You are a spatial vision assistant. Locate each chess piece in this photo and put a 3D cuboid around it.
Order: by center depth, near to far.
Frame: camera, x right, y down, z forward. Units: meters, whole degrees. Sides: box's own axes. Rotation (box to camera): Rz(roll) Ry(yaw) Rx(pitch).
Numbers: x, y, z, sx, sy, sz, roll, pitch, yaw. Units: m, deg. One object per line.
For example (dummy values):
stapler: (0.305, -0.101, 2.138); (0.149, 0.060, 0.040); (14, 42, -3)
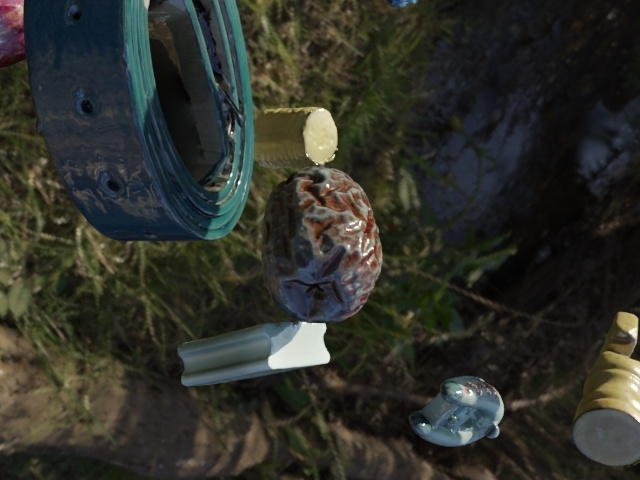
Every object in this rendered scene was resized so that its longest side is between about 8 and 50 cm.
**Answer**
chess piece: (0.357, 0.173, 1.155); (0.200, 0.090, 0.090); (-61, 171, -53)

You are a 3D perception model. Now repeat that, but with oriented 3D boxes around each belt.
belt: (-0.210, -0.206, 1.176); (0.300, 0.173, 0.436); (-49, 131, -61)

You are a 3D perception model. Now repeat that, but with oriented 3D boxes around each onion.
onion: (-0.554, -0.376, 1.595); (0.207, 0.200, 0.200); (-37, 151, 4)

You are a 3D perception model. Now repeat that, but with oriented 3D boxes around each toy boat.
toy boat: (0.238, 0.295, 1.586); (0.134, 0.079, 0.208); (-50, 144, 13)

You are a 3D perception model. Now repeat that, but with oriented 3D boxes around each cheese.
cheese: (-0.052, -0.200, 1.866); (0.094, 0.167, 0.123); (-1, 93, -43)

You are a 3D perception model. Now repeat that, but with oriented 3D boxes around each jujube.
jujube: (0.000, 0.000, 1.720); (0.226, 0.317, 0.226); (0, 128, 0)

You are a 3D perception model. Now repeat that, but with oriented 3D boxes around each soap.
soap: (-0.130, 0.215, 1.806); (0.160, 0.087, 0.265); (2, 166, -45)

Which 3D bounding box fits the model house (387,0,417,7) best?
model house: (0.169, -0.550, 1.453); (0.215, 0.237, 0.303); (-23, 161, -23)
